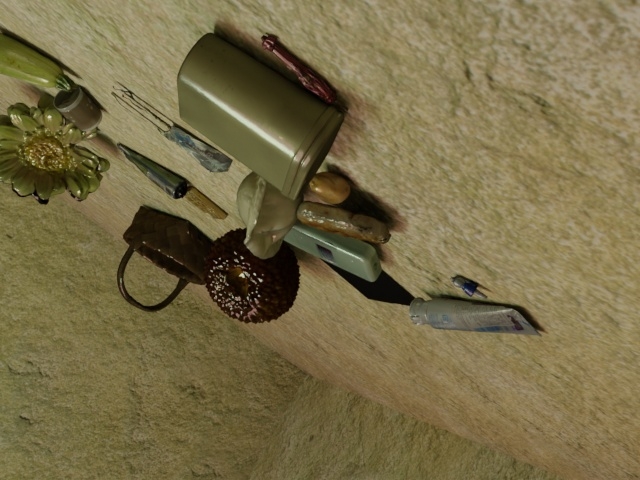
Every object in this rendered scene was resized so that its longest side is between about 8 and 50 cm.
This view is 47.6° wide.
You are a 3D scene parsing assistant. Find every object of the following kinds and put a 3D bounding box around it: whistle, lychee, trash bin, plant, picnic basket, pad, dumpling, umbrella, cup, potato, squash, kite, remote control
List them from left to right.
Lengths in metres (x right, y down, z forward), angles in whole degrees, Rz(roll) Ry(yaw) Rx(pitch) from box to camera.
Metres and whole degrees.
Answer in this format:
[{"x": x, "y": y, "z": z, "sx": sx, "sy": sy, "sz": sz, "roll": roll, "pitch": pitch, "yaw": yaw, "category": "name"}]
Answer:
[{"x": -0.650, "y": -0.389, "z": 1.640, "sx": 0.224, "sy": 0.094, "sz": 0.094, "roll": 24, "pitch": 163, "yaw": 4, "category": "squash"}, {"x": -0.763, "y": -0.235, "z": 1.969, "sx": 0.297, "sy": 0.261, "sz": 0.305, "roll": 15, "pitch": 146, "yaw": 44, "category": "plant"}, {"x": -0.587, "y": -0.317, "z": 1.737, "sx": 0.102, "sy": 0.074, "sz": 0.099, "roll": 21, "pitch": 162, "yaw": 30, "category": "cup"}, {"x": -0.544, "y": 0.088, "z": 2.441, "sx": 0.337, "sy": 0.337, "sz": 0.293, "roll": 17, "pitch": 159, "yaw": 39, "category": "picnic basket"}, {"x": -0.339, "y": -0.241, "z": 1.635, "sx": 0.310, "sy": 0.015, "sz": 0.169, "roll": 34, "pitch": 164, "yaw": -14, "category": "kite"}, {"x": -0.174, "y": 0.091, "z": 1.936, "sx": 0.268, "sy": 0.267, "sz": 0.267, "roll": 28, "pitch": 164, "yaw": 9, "category": "lychee"}, {"x": -0.102, "y": -0.196, "z": 1.176, "sx": 0.248, "sy": 0.121, "sz": 0.243, "roll": 34, "pitch": 164, "yaw": 2, "category": "trash bin"}, {"x": -0.107, "y": -0.051, "z": 1.487, "sx": 0.132, "sy": 0.179, "sz": 0.252, "roll": 8, "pitch": 160, "yaw": 8, "category": "dumpling"}, {"x": -0.023, "y": -0.241, "z": 1.060, "sx": 0.165, "sy": 0.025, "sz": 0.027, "roll": 38, "pitch": -176, "yaw": -18, "category": "umbrella"}, {"x": 0.000, "y": 0.000, "z": 1.656, "sx": 0.297, "sy": 0.056, "sz": 0.140, "roll": 25, "pitch": 161, "yaw": 24, "category": "remote control"}, {"x": 0.015, "y": -0.098, "z": 1.349, "sx": 0.068, "sy": 0.062, "sz": 0.083, "roll": -19, "pitch": 169, "yaw": 36, "category": "potato"}, {"x": 0.078, "y": 0.064, "z": 1.821, "sx": 0.368, "sy": 0.007, "sz": 0.248, "roll": 40, "pitch": 162, "yaw": -29, "category": "pad"}, {"x": 0.303, "y": 0.096, "z": 1.479, "sx": 0.083, "sy": 0.029, "sz": 0.033, "roll": 31, "pitch": -159, "yaw": 16, "category": "whistle"}]

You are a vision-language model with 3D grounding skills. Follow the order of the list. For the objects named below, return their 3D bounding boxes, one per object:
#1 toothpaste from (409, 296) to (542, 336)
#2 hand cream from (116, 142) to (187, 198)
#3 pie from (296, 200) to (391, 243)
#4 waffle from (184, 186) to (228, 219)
[{"x": 0.329, "y": 0.166, "z": 1.588, "sx": 0.299, "sy": 0.073, "sz": 0.114, "roll": 1, "pitch": 146, "yaw": 47, "category": "toothpaste"}, {"x": -0.450, "y": -0.186, "z": 1.953, "sx": 0.235, "sy": 0.055, "sz": 0.086, "roll": 34, "pitch": 163, "yaw": 17, "category": "hand cream"}, {"x": 0.049, "y": -0.033, "z": 1.434, "sx": 0.195, "sy": 0.046, "sz": 0.195, "roll": 17, "pitch": 176, "yaw": 1, "category": "pie"}, {"x": -0.326, "y": -0.104, "z": 2.010, "sx": 0.135, "sy": 0.021, "sz": 0.092, "roll": 42, "pitch": 159, "yaw": -31, "category": "waffle"}]
